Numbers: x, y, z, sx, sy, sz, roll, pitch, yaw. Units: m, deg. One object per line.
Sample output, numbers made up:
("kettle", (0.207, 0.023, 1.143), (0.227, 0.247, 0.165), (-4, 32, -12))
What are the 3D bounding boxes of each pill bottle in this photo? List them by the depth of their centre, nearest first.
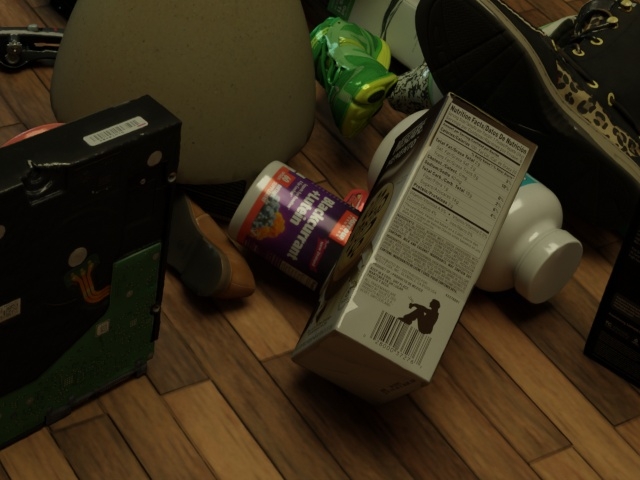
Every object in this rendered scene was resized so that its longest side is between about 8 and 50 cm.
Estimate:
("pill bottle", (0.000, 0.000, 1.672), (0.193, 0.108, 0.108), (32, 42, 5))
("pill bottle", (0.191, -0.036, 1.751), (0.146, 0.146, 0.264), (-24, 51, -35))

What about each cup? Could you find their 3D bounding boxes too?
("cup", (-0.153, -0.261, 1.729), (0.331, 0.237, 0.331), (7, 39, -5))

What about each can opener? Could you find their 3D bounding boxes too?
("can opener", (-0.366, -0.268, 1.962), (0.186, 0.059, 0.073), (-1, 41, -14))

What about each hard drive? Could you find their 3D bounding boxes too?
("hard drive", (-0.256, 0.039, 1.404), (0.237, 0.339, 0.064), (-27, 52, -36))

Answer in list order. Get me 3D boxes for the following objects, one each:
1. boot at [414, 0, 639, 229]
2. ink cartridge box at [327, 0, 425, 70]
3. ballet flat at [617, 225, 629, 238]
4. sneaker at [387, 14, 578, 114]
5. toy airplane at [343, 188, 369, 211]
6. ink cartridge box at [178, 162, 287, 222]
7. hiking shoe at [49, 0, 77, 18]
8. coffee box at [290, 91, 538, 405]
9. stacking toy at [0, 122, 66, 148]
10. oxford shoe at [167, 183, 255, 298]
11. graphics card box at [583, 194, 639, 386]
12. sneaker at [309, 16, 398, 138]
("boot", (0.306, -0.225, 1.827), (0.377, 0.138, 0.284), (44, 46, -6))
("ink cartridge box", (0.138, -0.321, 2.094), (0.153, 0.086, 0.208), (-6, 37, -45))
("ballet flat", (0.395, -0.055, 1.885), (0.074, 0.074, 0.203), (-22, 48, -34))
("sneaker", (0.253, -0.230, 2.004), (0.410, 0.158, 0.182), (-8, 8, -43))
("toy airplane", (-0.005, -0.012, 1.765), (0.151, 0.028, 0.151), (2, 55, -3))
("ink cartridge box", (-0.135, -0.138, 1.841), (0.193, 0.088, 0.234), (20, 40, 8))
("hiking shoe", (-0.368, -0.426, 2.086), (0.132, 0.113, 0.304), (-34, 55, -18))
("coffee box", (0.099, 0.012, 1.545), (0.119, 0.168, 0.297), (30, 68, -8))
("stacking toy", (-0.349, 0.028, 1.464), (0.309, 0.279, 0.130), (-15, 57, -32))
("oxford shoe", (-0.144, 0.004, 1.701), (0.076, 0.076, 0.212), (18, 25, -43))
("graphics card box", (0.443, 0.032, 1.555), (0.233, 0.370, 0.094), (31, 44, 24))
("sneaker", (0.028, -0.223, 1.920), (0.123, 0.109, 0.295), (33, 17, -13))
